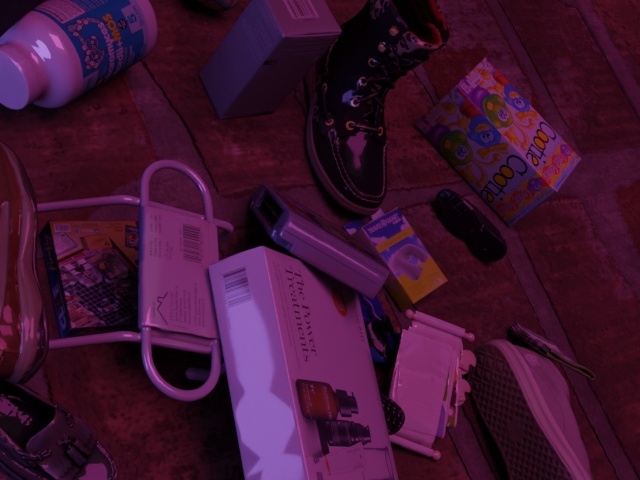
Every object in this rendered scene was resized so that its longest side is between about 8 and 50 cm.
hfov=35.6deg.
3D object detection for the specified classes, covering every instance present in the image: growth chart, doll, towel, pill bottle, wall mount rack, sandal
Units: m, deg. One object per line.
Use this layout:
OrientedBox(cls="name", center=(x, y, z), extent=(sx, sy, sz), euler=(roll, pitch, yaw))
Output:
OrientedBox(cls="growth chart", center=(0.170, 0.229, 1.592), extent=(0.172, 0.021, 0.237), euler=(31, 63, -26))
OrientedBox(cls="doll", center=(0.090, 0.149, 1.613), extent=(0.129, 0.046, 0.189), euler=(-17, 79, -51))
OrientedBox(cls="towel", center=(0.409, 0.193, 1.760), extent=(0.113, 0.152, 0.023), euler=(27, 94, -19))
OrientedBox(cls="pill bottle", center=(-0.376, -0.291, 1.492), extent=(0.146, 0.146, 0.264), euler=(47, 47, -1))
OrientedBox(cls="wall mount rack", center=(-0.255, 0.056, 1.320), extent=(0.304, 0.130, 0.350), euler=(15, 55, -33))
OrientedBox(cls="sandal", center=(0.052, 0.231, 1.526), extent=(0.179, 0.040, 0.067), euler=(40, 86, 14))

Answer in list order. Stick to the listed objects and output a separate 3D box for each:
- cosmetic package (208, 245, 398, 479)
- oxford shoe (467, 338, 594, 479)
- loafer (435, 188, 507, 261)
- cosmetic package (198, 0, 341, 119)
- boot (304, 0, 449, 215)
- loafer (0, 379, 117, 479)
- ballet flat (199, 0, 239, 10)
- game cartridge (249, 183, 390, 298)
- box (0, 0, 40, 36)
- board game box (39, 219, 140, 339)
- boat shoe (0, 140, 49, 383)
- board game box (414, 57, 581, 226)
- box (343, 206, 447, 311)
OrientedBox(cls="cosmetic package", center=(-0.011, 0.219, 1.361), extent=(0.284, 0.097, 0.377), euler=(26, 49, -62))
OrientedBox(cls="oxford shoe", center=(0.376, 0.362, 1.608), extent=(0.130, 0.169, 0.450), euler=(3, 56, -36))
OrientedBox(cls="loafer", center=(0.281, -0.033, 1.865), extent=(0.170, 0.062, 0.061), euler=(48, 24, -5))
OrientedBox(cls="cosmetic package", center=(-0.088, -0.307, 1.646), extent=(0.127, 0.238, 0.107), euler=(-14, 69, -37))
OrientedBox(cls="boot", center=(0.098, -0.263, 1.714), extent=(0.138, 0.284, 0.378), euler=(13, 55, -29))
OrientedBox(cls="loafer", center=(-0.359, 0.228, 1.216), extent=(0.267, 0.084, 0.096), euler=(36, 47, -12))
OrientedBox(cls="ballet flat", center=(-0.196, -0.560, 1.827), extent=(0.123, 0.123, 0.349), euler=(13, 55, -29))
OrientedBox(cls="game cartridge", center=(0.000, 0.000, 1.514), extent=(0.196, 0.060, 0.294), euler=(34, 4, -17))
OrientedBox(cls="box", center=(-0.528, -0.603, 1.409), extent=(0.471, 0.297, 0.480), euler=(26, 48, 4))
OrientedBox(cls="board game box", center=(-0.264, 0.051, 1.425), extent=(0.243, 0.042, 0.165), euler=(-1, 63, -36))
OrientedBox(cls="boat shoe", center=(-0.409, 0.016, 1.197), extent=(0.119, 0.122, 0.324), euler=(4, 55, -35))
OrientedBox(cls="board game box", center=(0.346, -0.192, 1.945), extent=(0.275, 0.142, 0.144), euler=(46, 47, -2))
OrientedBox(cls="box", center=(0.131, 0.023, 1.725), extent=(0.109, 0.042, 0.178), euler=(-29, 82, -43))
